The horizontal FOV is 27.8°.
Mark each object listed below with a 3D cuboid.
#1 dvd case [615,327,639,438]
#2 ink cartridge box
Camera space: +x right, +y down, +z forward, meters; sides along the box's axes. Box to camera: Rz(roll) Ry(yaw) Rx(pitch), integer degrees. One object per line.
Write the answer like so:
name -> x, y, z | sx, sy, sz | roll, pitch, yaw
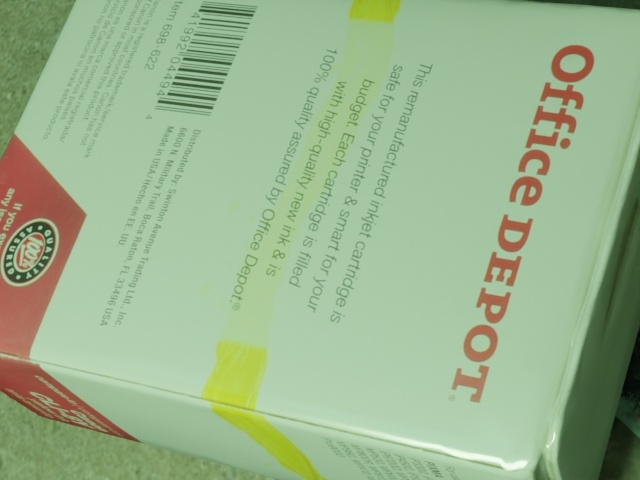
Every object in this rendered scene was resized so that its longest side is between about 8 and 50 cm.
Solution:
dvd case -> 0.216, 0.083, 0.777 | 0.087, 0.013, 0.119 | -50, 54, 8
ink cartridge box -> 0.000, 0.000, 0.790 | 0.385, 0.160, 0.279 | 10, 66, 25
